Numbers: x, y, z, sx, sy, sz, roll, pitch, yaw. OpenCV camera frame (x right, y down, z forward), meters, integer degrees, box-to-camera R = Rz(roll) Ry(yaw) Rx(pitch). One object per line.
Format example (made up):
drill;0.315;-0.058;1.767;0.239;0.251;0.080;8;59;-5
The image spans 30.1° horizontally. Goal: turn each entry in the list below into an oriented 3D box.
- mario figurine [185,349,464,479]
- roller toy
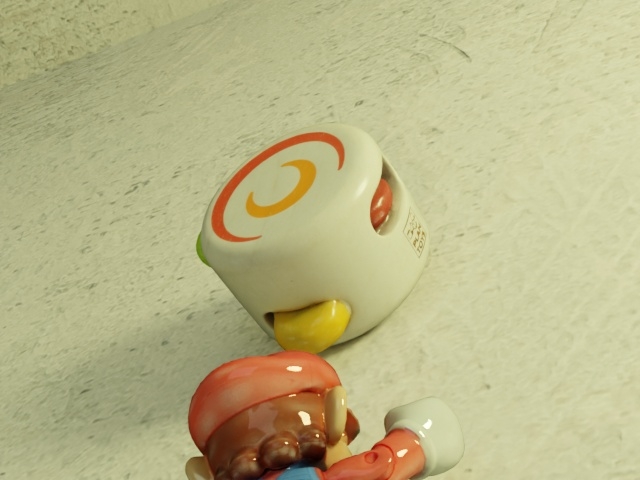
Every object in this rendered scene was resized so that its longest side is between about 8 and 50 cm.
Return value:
mario figurine;0.001;0.208;0.796;0.198;0.170;0.320;6;33;-13
roller toy;0.000;0.000;1.116;0.191;0.146;0.209;-41;32;-7
